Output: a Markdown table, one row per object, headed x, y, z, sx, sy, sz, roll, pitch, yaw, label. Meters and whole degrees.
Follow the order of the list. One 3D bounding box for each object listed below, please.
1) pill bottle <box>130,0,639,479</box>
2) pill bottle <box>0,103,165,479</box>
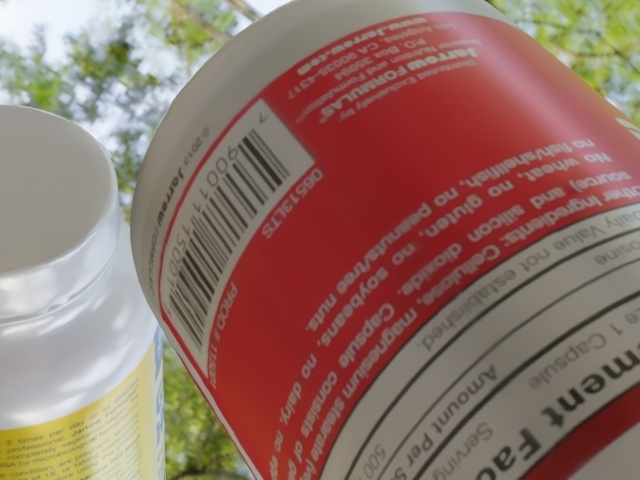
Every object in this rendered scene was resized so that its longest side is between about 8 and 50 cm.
| x | y | z | sx | sy | sz | roll | pitch | yaw | label |
| --- | --- | --- | --- | --- | --- | --- | --- | --- | --- |
| 0.098 | 0.080 | 0.539 | 0.229 | 0.229 | 0.407 | -49 | -133 | 11 | pill bottle |
| -0.194 | 0.086 | 0.858 | 0.334 | 0.188 | 0.188 | 96 | -19 | -45 | pill bottle |
